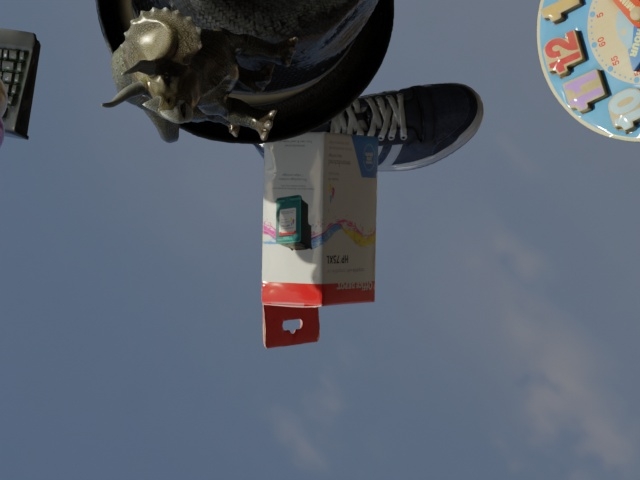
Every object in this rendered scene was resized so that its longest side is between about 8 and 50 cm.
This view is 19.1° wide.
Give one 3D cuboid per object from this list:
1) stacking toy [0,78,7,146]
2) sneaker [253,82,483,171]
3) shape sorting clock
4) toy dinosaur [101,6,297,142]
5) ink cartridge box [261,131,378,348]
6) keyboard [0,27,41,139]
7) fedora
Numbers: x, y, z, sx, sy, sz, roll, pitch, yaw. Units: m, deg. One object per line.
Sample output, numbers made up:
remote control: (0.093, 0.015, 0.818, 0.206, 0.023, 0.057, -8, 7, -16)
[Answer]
stacking toy: (-0.355, 0.000, 1.742, 0.141, 0.141, 0.330, 17, -122, -41)
sneaker: (0.046, -0.144, 2.269, 0.153, 0.282, 0.099, 41, -140, -66)
shape sorting clock: (0.271, -0.183, 1.571, 0.040, 0.206, 0.206, 8, -135, -52)
toy dinosaur: (-0.123, -0.151, 1.700, 0.160, 0.121, 0.313, 20, 179, -16)
ink cartridge box: (0.000, 0.000, 2.052, 0.134, 0.078, 0.231, -2, -87, -62)
keyboard: (-0.432, -0.155, 2.230, 0.033, 0.202, 0.317, 6, -177, -40)
fedora: (-0.050, -0.254, 1.887, 0.334, 0.152, 0.334, 3, -97, -25)
